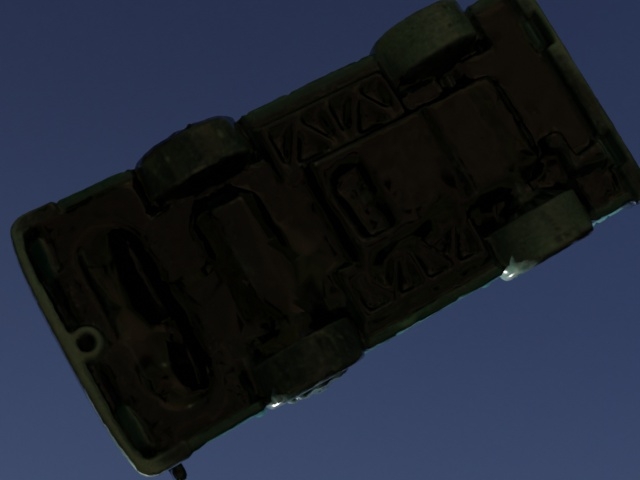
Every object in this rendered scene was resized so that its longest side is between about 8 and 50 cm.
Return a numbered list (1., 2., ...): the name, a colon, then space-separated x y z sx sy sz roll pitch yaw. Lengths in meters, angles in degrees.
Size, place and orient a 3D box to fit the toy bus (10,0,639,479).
1. toy bus: 0.000 0.000 0.527 0.256 0.147 0.128 -28 -97 -17
